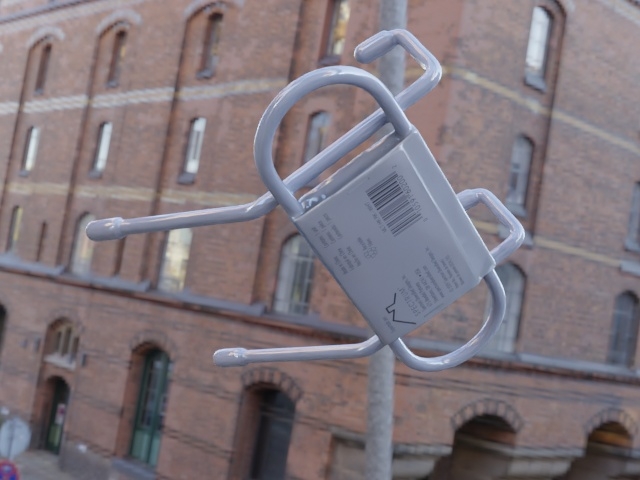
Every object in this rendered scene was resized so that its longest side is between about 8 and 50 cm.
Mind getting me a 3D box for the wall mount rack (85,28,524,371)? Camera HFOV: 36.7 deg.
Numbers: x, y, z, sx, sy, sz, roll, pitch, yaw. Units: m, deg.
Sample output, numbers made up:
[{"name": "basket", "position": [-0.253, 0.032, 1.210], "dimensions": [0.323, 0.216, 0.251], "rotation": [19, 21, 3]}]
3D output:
[{"name": "wall mount rack", "position": [0.000, 0.000, 0.805], "dimensions": [0.350, 0.304, 0.130], "rotation": [54, 2, -41]}]
